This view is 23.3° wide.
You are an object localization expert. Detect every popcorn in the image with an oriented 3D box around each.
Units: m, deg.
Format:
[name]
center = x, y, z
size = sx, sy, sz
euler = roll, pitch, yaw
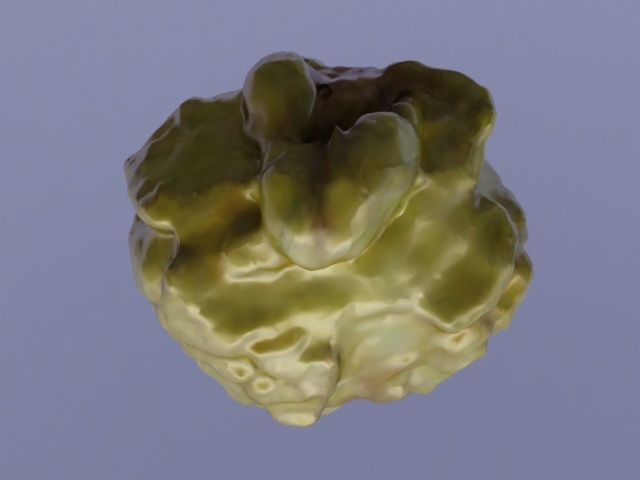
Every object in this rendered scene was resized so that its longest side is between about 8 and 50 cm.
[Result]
[popcorn]
center = 0.000, 0.000, 0.945
size = 0.256, 0.255, 0.195
euler = 19, -141, -4
